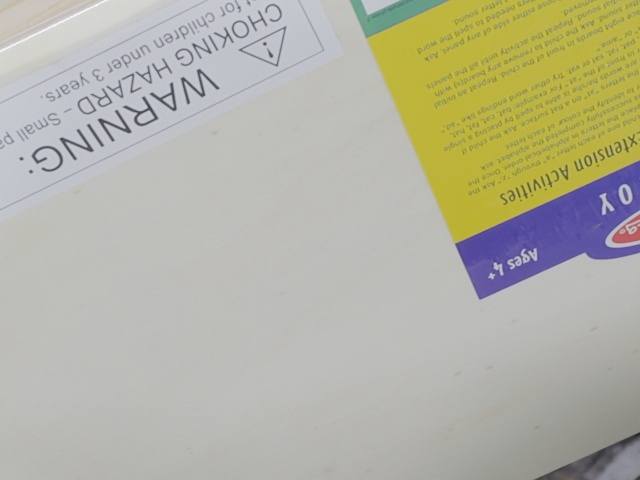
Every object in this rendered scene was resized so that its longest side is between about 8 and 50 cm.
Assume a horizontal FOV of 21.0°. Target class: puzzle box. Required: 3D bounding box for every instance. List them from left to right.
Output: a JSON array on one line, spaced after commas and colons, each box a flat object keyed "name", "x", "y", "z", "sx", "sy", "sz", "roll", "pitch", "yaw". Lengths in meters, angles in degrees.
[{"name": "puzzle box", "x": 0.000, "y": 0.000, "z": 0.537, "sx": 0.409, "sy": 0.052, "sz": 0.272, "roll": -25, "pitch": 135, "yaw": 3}]
